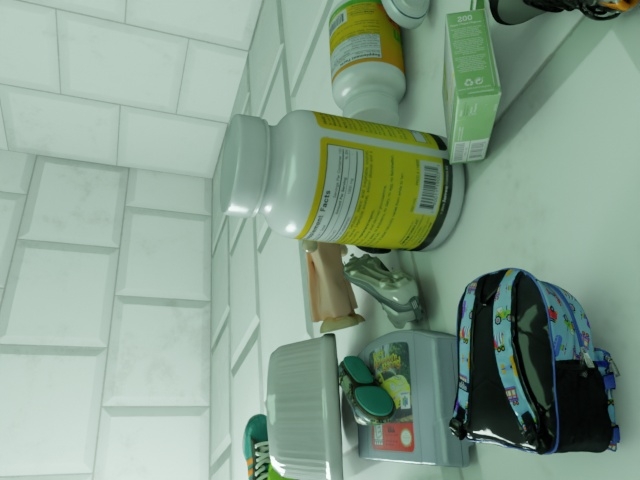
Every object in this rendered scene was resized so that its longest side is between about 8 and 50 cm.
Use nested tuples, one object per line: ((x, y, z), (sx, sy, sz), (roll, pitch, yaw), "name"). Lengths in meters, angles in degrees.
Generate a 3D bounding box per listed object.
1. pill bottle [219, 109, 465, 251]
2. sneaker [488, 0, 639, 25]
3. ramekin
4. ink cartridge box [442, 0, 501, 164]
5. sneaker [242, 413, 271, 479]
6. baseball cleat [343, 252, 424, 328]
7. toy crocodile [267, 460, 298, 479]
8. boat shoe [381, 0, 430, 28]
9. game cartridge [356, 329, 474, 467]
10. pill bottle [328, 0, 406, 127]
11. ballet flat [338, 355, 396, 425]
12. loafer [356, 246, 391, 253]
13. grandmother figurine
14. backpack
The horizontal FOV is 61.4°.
((0.027, -0.089, 0.805), (0.188, 0.333, 0.188), (-173, 90, -71), "pill bottle")
((0.265, -0.271, 0.547), (0.271, 0.100, 0.108), (-176, 86, -70), "sneaker")
((-0.025, 0.313, 1.010), (0.273, 0.127, 0.273), (-3, -90, -88), "ramekin")
((0.188, -0.243, 0.709), (0.171, 0.056, 0.235), (59, -153, -69), "ink cartridge box")
((-0.140, 0.619, 1.426), (0.121, 0.108, 0.303), (157, 109, -67), "sneaker")
((0.100, 0.087, 0.898), (0.110, 0.072, 0.206), (69, 167, -17), "baseball cleat")
((-0.073, 0.631, 1.246), (0.341, 0.105, 0.115), (-117, 37, -65), "toy crocodile")
((0.156, -0.493, 0.924), (0.084, 0.095, 0.259), (137, 135, -68), "boat shoe")
((0.129, 0.243, 0.845), (0.294, 0.060, 0.196), (137, 140, -62), "game cartridge")
((0.087, -0.318, 1.002), (0.136, 0.136, 0.246), (134, 138, -60), "pill bottle")
((0.070, 0.249, 0.843), (0.188, 0.070, 0.070), (-120, 39, -74), "ballet flat")
((0.084, -0.047, 1.018), (0.223, 0.076, 0.078), (-112, 24, -60), "loafer")
((0.000, 0.000, 1.039), (0.208, 0.103, 0.343), (31, -134, -81), "grandmother figurine")
((0.210, 0.119, 0.550), (0.158, 0.116, 0.174), (145, 128, -65), "backpack")
